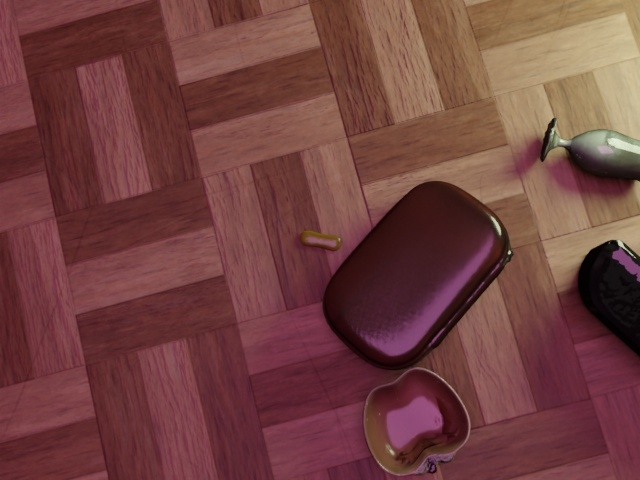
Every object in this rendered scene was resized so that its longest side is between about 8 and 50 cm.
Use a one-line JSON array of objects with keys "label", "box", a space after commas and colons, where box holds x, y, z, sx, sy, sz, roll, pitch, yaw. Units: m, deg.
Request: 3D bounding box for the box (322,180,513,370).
[{"label": "box", "box": [0.192, 0.067, 1.627, 0.263, 0.108, 0.404, 41, 83, 18]}]

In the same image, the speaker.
[{"label": "speaker", "box": [0.641, 0.193, 1.555, 0.184, 0.180, 0.388, -45, 80, 0]}]

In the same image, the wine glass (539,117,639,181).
[{"label": "wine glass", "box": [0.575, -0.187, 1.662, 0.222, 0.103, 0.103, 13, 81, 6]}]

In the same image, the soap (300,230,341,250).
[{"label": "soap", "box": [0.000, 0.000, 1.709, 0.089, 0.012, 0.034, 10, 80, 6]}]

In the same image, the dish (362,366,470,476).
[{"label": "dish", "box": [0.186, 0.366, 1.593, 0.213, 0.090, 0.213, -1, 77, 4]}]
